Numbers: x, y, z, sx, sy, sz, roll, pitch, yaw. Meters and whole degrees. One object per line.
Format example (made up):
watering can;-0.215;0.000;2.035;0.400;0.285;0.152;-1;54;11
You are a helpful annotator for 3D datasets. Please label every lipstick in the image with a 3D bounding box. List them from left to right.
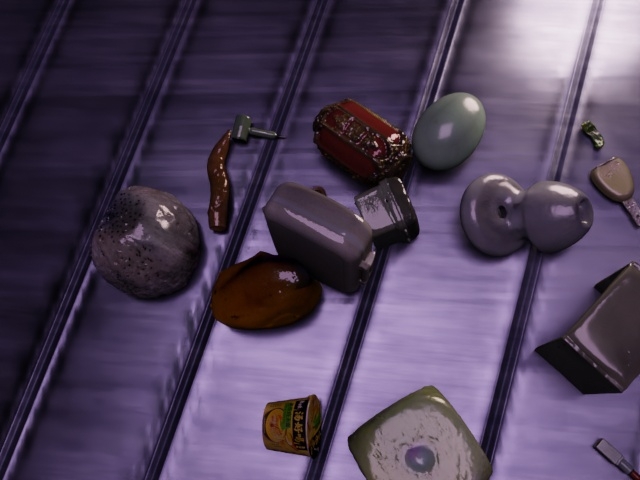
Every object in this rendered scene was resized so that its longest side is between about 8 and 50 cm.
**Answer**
lipstick;0.710;0.525;1.650;0.129;0.030;0.030;42;81;13

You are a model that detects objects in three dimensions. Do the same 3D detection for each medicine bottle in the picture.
medicine bottle;0.000;0.000;1.670;0.282;0.375;0.123;29;74;11

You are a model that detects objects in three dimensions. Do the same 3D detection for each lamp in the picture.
lamp;0.108;-0.254;1.829;0.274;0.177;0.177;36;80;23

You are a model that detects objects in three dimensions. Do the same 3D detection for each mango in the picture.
mango;-0.145;0.130;1.742;0.287;0.152;0.201;-19;94;16

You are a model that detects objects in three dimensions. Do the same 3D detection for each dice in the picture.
dice;0.222;0.491;1.583;0.251;0.250;0.254;-32;74;-5

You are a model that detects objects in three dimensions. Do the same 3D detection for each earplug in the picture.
earplug;0.512;-0.066;1.752;0.325;0.175;0.214;3;81;6

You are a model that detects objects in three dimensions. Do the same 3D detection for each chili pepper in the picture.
chili pepper;0.734;-0.285;1.875;0.030;0.034;0.091;-35;73;29

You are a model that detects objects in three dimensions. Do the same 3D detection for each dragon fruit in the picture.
dragon fruit;-0.435;0.003;1.788;0.203;0.221;0.283;20;74;15

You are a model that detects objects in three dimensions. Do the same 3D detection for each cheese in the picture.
cheese;0.789;-0.122;1.818;0.097;0.037;0.192;-26;74;-2

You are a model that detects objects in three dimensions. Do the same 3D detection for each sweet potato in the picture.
sweet potato;-0.279;-0.169;1.899;0.059;0.067;0.282;9;70;-37

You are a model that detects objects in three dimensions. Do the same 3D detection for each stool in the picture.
stool;0.668;0.213;1.616;0.243;0.270;0.170;-44;77;-7

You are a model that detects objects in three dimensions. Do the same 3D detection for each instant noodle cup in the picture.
instant noodle cup;-0.069;0.448;1.678;0.122;0.151;0.152;-4;74;10

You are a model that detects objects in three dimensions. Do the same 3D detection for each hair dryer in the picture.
hair dryer;-0.169;-0.300;1.946;0.150;0.047;0.071;12;80;-3

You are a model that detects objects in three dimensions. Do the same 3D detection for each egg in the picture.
egg;0.338;-0.287;1.830;0.168;0.168;0.231;36;78;13

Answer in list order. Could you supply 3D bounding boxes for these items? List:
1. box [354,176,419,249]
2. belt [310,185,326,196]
box;0.171;-0.062;1.763;0.129;0.210;0.148;-23;76;5
belt;-0.012;-0.105;1.876;0.059;0.036;0.083;6;74;7
